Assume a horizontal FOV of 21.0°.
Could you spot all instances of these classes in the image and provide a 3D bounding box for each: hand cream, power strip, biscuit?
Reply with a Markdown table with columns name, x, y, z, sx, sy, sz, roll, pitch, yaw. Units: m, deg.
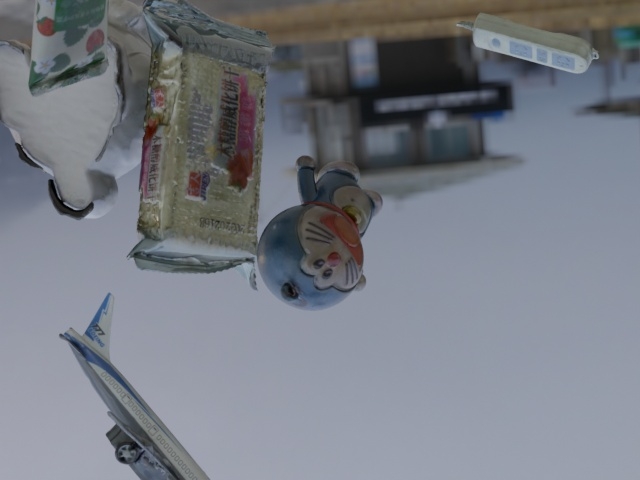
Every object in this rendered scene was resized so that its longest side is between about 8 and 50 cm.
| name | x | y | z | sx | sy | sz | roll | pitch | yaw |
| --- | --- | --- | --- | --- | --- | --- | --- | --- | --- |
| hand cream | -0.216 | -0.257 | 1.515 | 0.059 | 0.276 | 0.095 | 32 | -140 | 32 |
| power strip | 0.266 | -0.257 | 2.235 | 0.191 | 0.030 | 0.047 | 17 | 156 | 15 |
| biscuit | -0.133 | -0.107 | 1.910 | 0.186 | 0.309 | 0.079 | 13 | 169 | -42 |

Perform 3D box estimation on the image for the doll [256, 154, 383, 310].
| name | x | y | z | sx | sy | sz | roll | pitch | yaw |
| --- | --- | --- | --- | --- | --- | --- | --- | --- | --- |
| doll | 0.000 | 0.000 | 1.415 | 0.085 | 0.114 | 0.152 | -26 | -159 | 40 |

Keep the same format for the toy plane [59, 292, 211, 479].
| name | x | y | z | sx | sy | sz | roll | pitch | yaw |
| --- | --- | --- | --- | --- | --- | --- | --- | --- | --- |
| toy plane | -0.128 | 0.151 | 1.309 | 0.058 | 0.226 | 0.226 | -30 | -178 | -3 |

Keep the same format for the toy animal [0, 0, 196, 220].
| name | x | y | z | sx | sy | sz | roll | pitch | yaw |
| --- | --- | --- | --- | --- | --- | --- | --- | --- | --- |
| toy animal | -0.248 | -0.179 | 2.081 | 0.194 | 0.258 | 0.357 | 10 | -167 | 14 |
